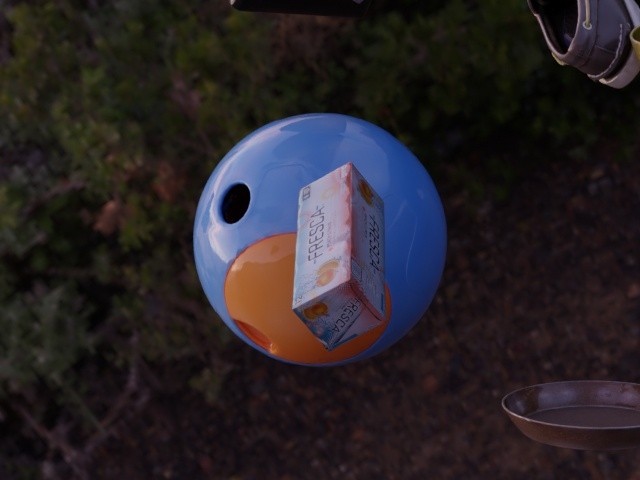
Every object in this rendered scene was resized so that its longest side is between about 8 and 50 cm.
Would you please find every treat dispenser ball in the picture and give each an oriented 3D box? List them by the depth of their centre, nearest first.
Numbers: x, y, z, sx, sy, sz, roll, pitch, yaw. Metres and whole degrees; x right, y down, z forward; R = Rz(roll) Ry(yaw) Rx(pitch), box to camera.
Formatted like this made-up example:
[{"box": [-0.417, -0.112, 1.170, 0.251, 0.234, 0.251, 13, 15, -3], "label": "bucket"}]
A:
[{"box": [0.000, 0.000, 1.794, 0.288, 0.288, 0.288, -20, 37, 15], "label": "treat dispenser ball"}]

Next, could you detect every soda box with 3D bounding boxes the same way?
[{"box": [0.018, 0.012, 1.394, 0.063, 0.058, 0.183, -28, 30, 21], "label": "soda box"}]

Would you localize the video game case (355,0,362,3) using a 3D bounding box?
[{"box": [-0.035, -0.356, 1.680, 0.042, 0.232, 0.210, -42, -3, 9], "label": "video game case"}]

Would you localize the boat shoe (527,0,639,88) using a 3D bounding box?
[{"box": [0.308, -0.312, 1.967, 0.117, 0.096, 0.324, -58, 29, 34], "label": "boat shoe"}]

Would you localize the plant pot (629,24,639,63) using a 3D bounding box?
[{"box": [0.429, -0.202, 1.818, 0.134, 0.095, 0.134, -12, 21, 4], "label": "plant pot"}]

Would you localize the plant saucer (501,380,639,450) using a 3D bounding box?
[{"box": [0.248, 0.159, 1.427, 0.168, 0.029, 0.168, 0, 9, 0], "label": "plant saucer"}]

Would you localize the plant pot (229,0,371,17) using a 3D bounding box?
[{"box": [-0.017, -0.396, 1.903, 0.188, 0.167, 0.187, -2, 58, -28], "label": "plant pot"}]
